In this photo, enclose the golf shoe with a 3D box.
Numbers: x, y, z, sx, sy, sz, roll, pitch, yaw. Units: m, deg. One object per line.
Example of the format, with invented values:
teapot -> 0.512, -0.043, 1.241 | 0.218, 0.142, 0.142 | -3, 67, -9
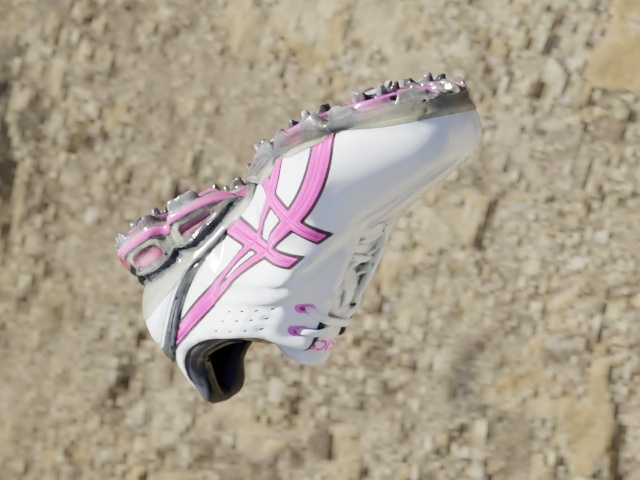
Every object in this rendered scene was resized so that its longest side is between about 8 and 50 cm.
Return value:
golf shoe -> 0.000, 0.000, 0.657 | 0.186, 0.067, 0.086 | -32, 79, 44
